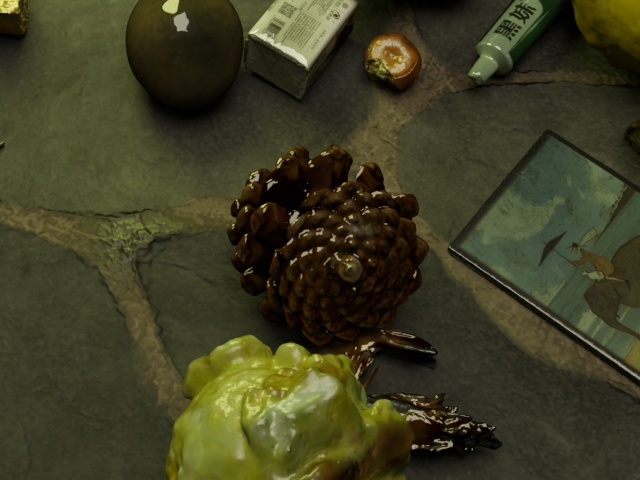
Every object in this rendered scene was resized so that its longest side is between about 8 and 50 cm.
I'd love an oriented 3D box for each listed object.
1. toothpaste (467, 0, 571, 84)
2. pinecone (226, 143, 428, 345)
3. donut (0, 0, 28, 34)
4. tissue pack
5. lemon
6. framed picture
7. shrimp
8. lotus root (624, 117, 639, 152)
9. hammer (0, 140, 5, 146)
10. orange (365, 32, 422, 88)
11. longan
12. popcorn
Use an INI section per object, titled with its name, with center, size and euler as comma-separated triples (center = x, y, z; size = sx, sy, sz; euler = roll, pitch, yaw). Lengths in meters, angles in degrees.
[toothpaste]
center = 0.337, -0.363, 2.087
size = 0.098, 0.061, 0.392
euler = 33, 62, 14
[pinecone]
center = -0.001, -0.010, 1.763
size = 0.264, 0.264, 0.264
euler = 2, 61, -4
[donut]
center = -0.493, -0.416, 2.010
size = 0.152, 0.101, 0.259
euler = 4, 62, -3
[tissue pack]
center = -0.028, -0.298, 1.993
size = 0.106, 0.099, 0.149
euler = 32, 63, 7
[lemon]
center = 0.516, -0.358, 1.987
size = 0.316, 0.285, 0.285
euler = 3, 59, -27
[framed picture]
center = 0.386, 0.021, 1.910
size = 0.347, 0.016, 0.265
euler = 36, 65, 14
[shrimp]
center = 0.093, 0.190, 1.765
size = 0.289, 0.075, 0.178
euler = 4, 58, 11
[lotus root]
center = 0.608, -0.142, 1.951
size = 0.314, 0.142, 0.210
euler = -7, 61, -11
[hammer]
center = -0.475, -0.105, 1.886
size = 0.019, 0.035, 0.110
euler = 39, 57, 16
[orange]
center = 0.107, -0.262, 2.010
size = 0.086, 0.062, 0.086
euler = 0, 77, 2
[longan]
center = -0.191, -0.276, 1.937
size = 0.167, 0.167, 0.187
euler = -10, 89, -11
[popcorn]
center = -0.048, 0.272, 1.576
size = 0.312, 0.312, 0.312
euler = 2, 61, -4
